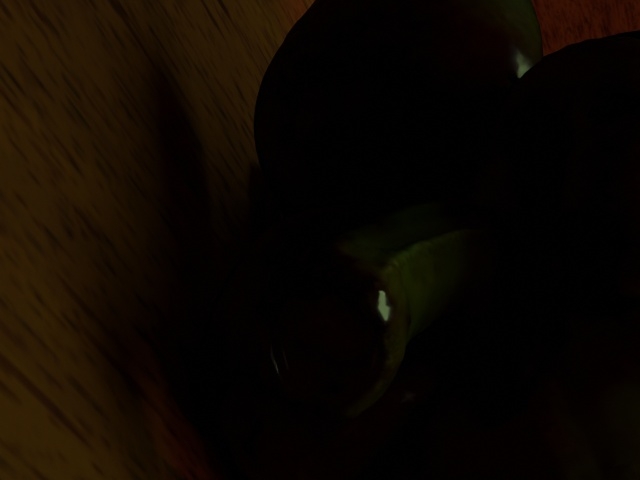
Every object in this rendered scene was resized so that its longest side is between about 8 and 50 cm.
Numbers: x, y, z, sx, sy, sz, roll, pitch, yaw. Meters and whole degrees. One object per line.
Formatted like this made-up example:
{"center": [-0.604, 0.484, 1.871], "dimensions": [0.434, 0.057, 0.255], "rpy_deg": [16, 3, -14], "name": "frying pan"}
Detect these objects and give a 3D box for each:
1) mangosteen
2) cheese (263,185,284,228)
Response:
{"center": [0.123, 0.069, 0.799], "dimensions": [0.435, 0.382, 0.382], "rpy_deg": [24, 42, -28], "name": "mangosteen"}
{"center": [0.000, 0.000, 0.957], "dimensions": [0.145, 0.038, 0.095], "rpy_deg": [7, 70, -77], "name": "cheese"}
